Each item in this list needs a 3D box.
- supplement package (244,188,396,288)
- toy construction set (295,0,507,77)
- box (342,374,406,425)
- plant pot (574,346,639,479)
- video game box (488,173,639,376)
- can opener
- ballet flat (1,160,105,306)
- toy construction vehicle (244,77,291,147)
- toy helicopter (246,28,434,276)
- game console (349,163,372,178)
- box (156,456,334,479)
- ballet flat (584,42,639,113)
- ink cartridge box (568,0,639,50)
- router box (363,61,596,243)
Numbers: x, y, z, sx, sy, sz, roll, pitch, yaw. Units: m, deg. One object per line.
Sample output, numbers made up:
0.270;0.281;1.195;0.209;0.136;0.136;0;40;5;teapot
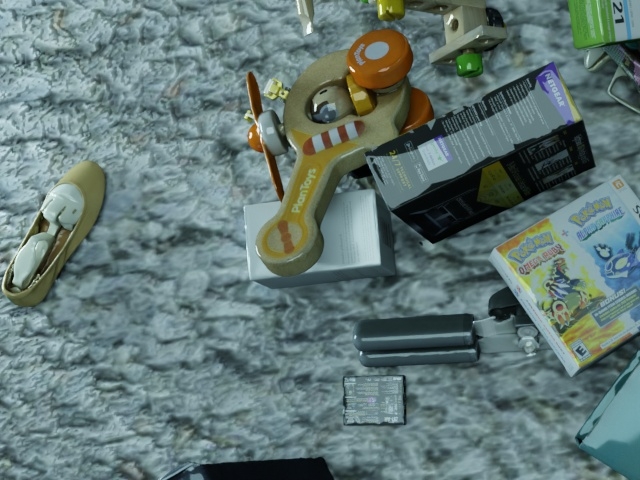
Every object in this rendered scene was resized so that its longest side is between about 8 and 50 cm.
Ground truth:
0.000;0.000;1.876;0.179;0.105;0.105;-7;80;13;supplement package
0.107;-0.322;1.845;0.309;0.257;0.237;-10;85;33;toy construction set
0.072;0.212;1.871;0.083;0.018;0.067;-3;81;14;box
0.453;0.246;1.697;0.234;0.166;0.165;36;92;10;plant pot
0.348;0.041;1.776;0.205;0.048;0.187;-30;72;-15;video game box
0.184;0.117;1.839;0.280;0.074;0.093;-8;46;11;can opener
-0.377;-0.010;1.991;0.080;0.073;0.232;26;89;16;ballet flat
-0.047;-0.180;1.951;0.098;0.035;0.086;31;90;17;toy construction vehicle
-0.013;-0.108;1.792;0.235;0.140;0.355;4;55;25;toy helicopter
0.071;-0.158;1.897;0.071;0.107;0.122;-44;68;49;game console
-0.069;0.522;1.626;0.297;0.472;0.479;-31;75;8;box
0.395;-0.227;1.831;0.079;0.077;0.221;-45;73;25;ballet flat
0.428;-0.343;1.700;0.255;0.097;0.188;-10;95;-11;ink cartridge box
0.205;-0.098;1.731;0.243;0.309;0.081;-25;77;9;router box
